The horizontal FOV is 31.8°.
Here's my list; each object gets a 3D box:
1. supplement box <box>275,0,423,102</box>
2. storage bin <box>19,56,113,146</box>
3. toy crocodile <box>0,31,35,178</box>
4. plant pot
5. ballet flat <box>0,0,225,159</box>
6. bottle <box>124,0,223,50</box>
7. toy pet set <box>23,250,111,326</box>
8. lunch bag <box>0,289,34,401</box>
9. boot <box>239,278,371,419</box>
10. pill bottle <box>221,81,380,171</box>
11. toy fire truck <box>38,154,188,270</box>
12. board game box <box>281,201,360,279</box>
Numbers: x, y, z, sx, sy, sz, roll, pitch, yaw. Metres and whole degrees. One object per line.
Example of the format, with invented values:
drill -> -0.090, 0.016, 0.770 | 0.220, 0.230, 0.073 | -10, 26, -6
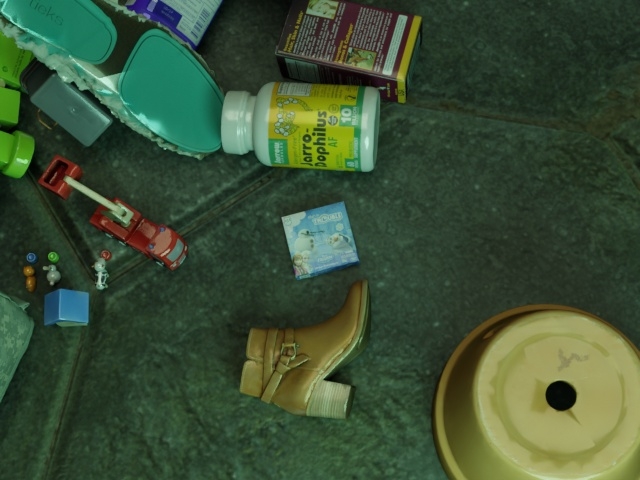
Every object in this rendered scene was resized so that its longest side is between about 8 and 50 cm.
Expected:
supplement box -> 0.042, -0.274, 1.593 | 0.188, 0.081, 0.104 | 14, 75, 9
storage bin -> -0.351, -0.191, 1.561 | 0.098, 0.091, 0.135 | -44, 117, 9
toy crocodile -> -0.470, -0.197, 1.613 | 0.115, 0.105, 0.341 | 19, 69, -32
plant pot -> 0.278, 0.204, 1.358 | 0.290, 0.203, 0.291 | -2, 73, 6
ballet flat -> -0.291, -0.260, 1.517 | 0.147, 0.409, 0.147 | -27, 44, 30
bottle -> -0.182, -0.397, 1.631 | 0.092, 0.118, 0.283 | 12, 72, 52
toy pet set -> -0.354, 0.060, 1.535 | 0.122, 0.065, 0.114 | -4, 72, 5
lunch bag -> -0.506, 0.162, 1.428 | 0.169, 0.235, 0.287 | 31, 78, 17
boot -> -0.018, 0.130, 1.480 | 0.152, 0.073, 0.197 | 11, 71, 13
pill bottle -> -0.026, -0.158, 1.544 | 0.208, 0.117, 0.118 | 4, 73, 6
toy fire truck -> -0.275, -0.035, 1.520 | 0.192, 0.135, 0.047 | 28, 77, 13
board game box -> 0.000, 0.000, 1.543 | 0.090, 0.020, 0.090 | -15, 71, 1
